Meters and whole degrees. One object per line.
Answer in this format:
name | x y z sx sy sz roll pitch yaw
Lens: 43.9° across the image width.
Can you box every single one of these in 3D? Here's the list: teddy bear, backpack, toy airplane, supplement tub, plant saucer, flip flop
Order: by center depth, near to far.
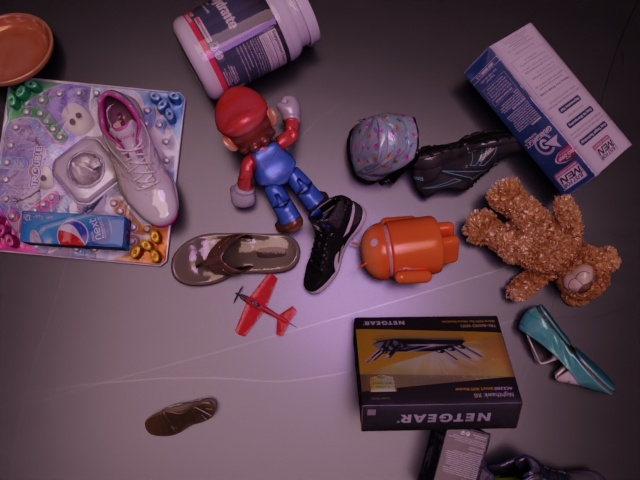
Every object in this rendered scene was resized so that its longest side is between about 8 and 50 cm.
backpack | 0.129 -0.198 1.669 0.115 0.182 0.152 -9 87 -26
teddy bear | 0.467 0.012 1.682 0.245 0.113 0.338 -37 92 5
supplement tub | -0.158 -0.439 1.690 0.272 0.191 0.191 -29 85 -5
flip flop | -0.181 0.034 1.690 0.277 0.080 0.112 -4 83 -2
toy airplane | -0.118 0.151 1.704 0.151 0.028 0.151 0 82 -2
plant saucer | -0.674 -0.408 1.721 0.200 0.037 0.200 -1 62 3

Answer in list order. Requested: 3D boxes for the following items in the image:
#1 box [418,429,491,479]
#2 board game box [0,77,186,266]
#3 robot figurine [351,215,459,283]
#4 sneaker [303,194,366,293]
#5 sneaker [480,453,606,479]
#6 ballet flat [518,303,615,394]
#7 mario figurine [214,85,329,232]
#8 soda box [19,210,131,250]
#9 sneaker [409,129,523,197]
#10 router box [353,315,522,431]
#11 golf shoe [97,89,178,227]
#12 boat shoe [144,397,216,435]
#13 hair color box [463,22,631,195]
box | 0.269 0.448 1.617 0.093 0.156 0.158 16 83 1
board game box | -0.508 -0.154 1.717 0.390 0.050 0.389 5 83 -1
robot figurine | 0.180 0.018 1.679 0.219 0.128 0.158 -7 83 -2
sneaker | 0.000 0.000 1.665 0.079 0.121 0.217 29 90 41
sneaker | 0.445 0.498 1.610 0.300 0.111 0.121 -2 120 -11
ballet flat | 0.516 0.249 1.696 0.087 0.083 0.247 -43 86 18
mario figurine | -0.112 -0.184 1.697 0.198 0.170 0.320 -43 109 -41
soda box | -0.504 -0.019 1.640 0.210 0.071 0.067 3 83 -2
sneaker | 0.322 -0.172 1.737 0.267 0.101 0.106 -15 111 -8
router box | 0.226 0.263 1.604 0.309 0.243 0.081 -1 128 -2
golf shoe | -0.385 -0.169 1.628 0.115 0.140 0.306 -26 86 -6
boat shoe | -0.293 0.368 1.670 0.153 0.048 0.056 -21 97 2
hair color box | 0.486 -0.282 1.703 0.174 0.105 0.347 -34 84 -35
